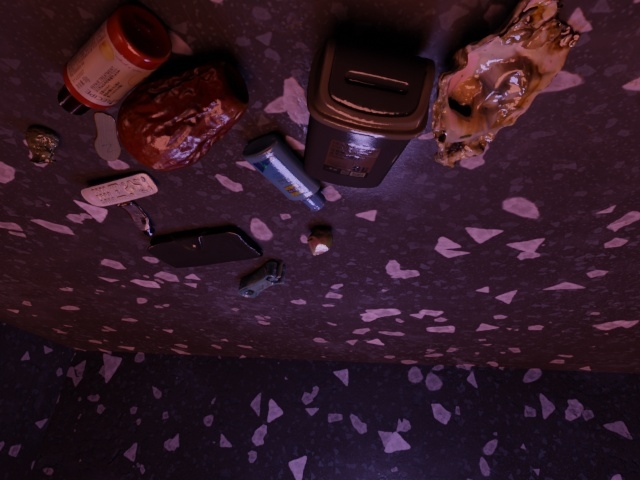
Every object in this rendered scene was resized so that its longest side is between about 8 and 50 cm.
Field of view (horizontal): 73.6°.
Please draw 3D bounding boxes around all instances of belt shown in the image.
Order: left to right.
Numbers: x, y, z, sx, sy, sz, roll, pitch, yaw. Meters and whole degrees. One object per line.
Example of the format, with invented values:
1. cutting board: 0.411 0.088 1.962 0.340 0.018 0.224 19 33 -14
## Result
1. belt: -0.225 0.154 1.645 0.087 0.072 0.302 27 147 -26

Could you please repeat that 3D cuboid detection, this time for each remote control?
1. remote control: -0.562 -0.144 1.194 0.229 0.044 0.073 -12 132 15

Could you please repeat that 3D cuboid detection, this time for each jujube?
1. jujube: -0.259 -0.240 0.823 0.256 0.189 0.190 -19 144 19

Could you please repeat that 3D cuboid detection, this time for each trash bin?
1. trash bin: 0.072 -0.228 0.789 0.210 0.182 0.290 8 157 -6

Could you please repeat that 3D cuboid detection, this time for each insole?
1. insole: -0.518 -0.246 1.037 0.064 0.004 0.188 14 151 -17

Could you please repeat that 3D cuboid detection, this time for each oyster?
1. oyster: 0.287 -0.272 0.763 0.201 0.107 0.354 -3 144 -27

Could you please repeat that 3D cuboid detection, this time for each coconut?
1. coconut: 0.000 0.000 1.316 0.082 0.081 0.083 -17 180 18

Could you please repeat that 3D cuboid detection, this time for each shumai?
1. shumai: -0.679 -0.222 1.031 0.084 0.080 0.082 6 150 4

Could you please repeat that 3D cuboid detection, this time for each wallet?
1. wallet: -0.396 0.029 1.471 0.378 0.051 0.197 -8 149 20

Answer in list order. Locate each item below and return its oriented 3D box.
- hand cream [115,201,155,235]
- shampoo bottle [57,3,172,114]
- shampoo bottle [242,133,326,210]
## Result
1. hand cream: -0.573 -0.074 1.335 0.062 0.038 0.163 0 145 15
2. shampoo bottle: -0.397 -0.313 0.790 0.278 0.104 0.104 -17 144 36
3. shampoo bottle: -0.072 -0.157 1.058 0.104 0.061 0.258 -13 146 30
